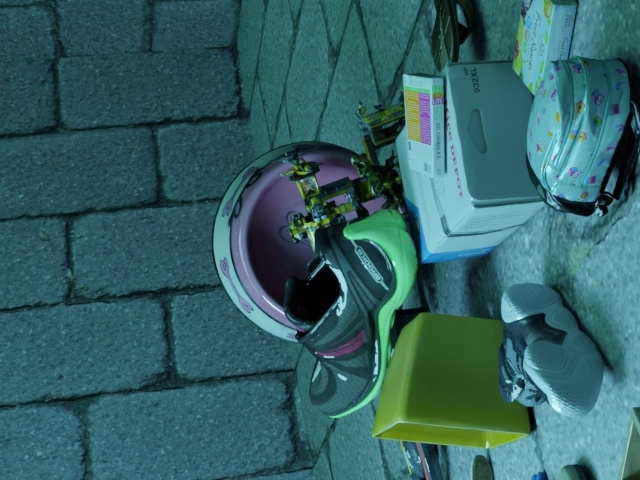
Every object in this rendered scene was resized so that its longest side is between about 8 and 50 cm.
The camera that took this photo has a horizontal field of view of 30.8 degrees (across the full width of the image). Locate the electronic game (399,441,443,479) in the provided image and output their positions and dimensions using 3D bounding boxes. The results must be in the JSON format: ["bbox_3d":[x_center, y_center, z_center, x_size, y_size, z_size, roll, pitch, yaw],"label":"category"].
[{"bbox_3d":[0.195,0.435,2.347,0.229,0.048,0.229,164,90,-82],"label":"electronic game"}]

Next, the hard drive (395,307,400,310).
[{"bbox_3d":[0.123,0.041,2.554,0.255,0.054,0.172,-111,19,-51],"label":"hard drive"}]

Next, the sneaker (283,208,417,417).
[{"bbox_3d":[0.027,0.125,2.016,0.185,0.202,0.483,-104,18,-44],"label":"sneaker"}]

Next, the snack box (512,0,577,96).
[{"bbox_3d":[0.301,-0.274,1.570,0.100,0.037,0.141,-114,21,-52],"label":"snack box"}]

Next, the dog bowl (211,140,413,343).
[{"bbox_3d":[0.000,0.000,2.255,0.150,0.408,0.408,162,101,-79],"label":"dog bowl"}]

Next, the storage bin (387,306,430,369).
[{"bbox_3d":[0.183,0.234,2.293,0.122,0.084,0.180,101,159,-56],"label":"storage bin"}]

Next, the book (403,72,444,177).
[{"bbox_3d":[0.155,-0.171,1.712,0.096,0.035,0.144,-142,49,-70],"label":"book"}]

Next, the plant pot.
[{"bbox_3d":[0.213,0.227,1.897,0.212,0.212,0.187,121,155,-72],"label":"plant pot"}]

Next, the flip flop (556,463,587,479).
[{"bbox_3d":[0.331,0.434,1.682,0.112,0.080,0.277,-110,18,-49],"label":"flip flop"}]

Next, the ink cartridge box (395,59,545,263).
[{"bbox_3d":[0.226,-0.114,1.786,0.307,0.129,0.223,123,141,-71],"label":"ink cartridge box"}]

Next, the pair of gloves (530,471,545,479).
[{"bbox_3d":[0.287,0.443,1.802,0.159,0.023,0.198,-52,-7,-32],"label":"pair of gloves"}]

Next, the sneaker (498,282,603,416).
[{"bbox_3d":[0.314,0.185,1.608,0.268,0.101,0.153,-103,12,-57],"label":"sneaker"}]

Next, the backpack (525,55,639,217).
[{"bbox_3d":[0.312,-0.135,1.404,0.182,0.115,0.152,101,163,-47],"label":"backpack"}]

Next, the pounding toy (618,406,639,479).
[{"bbox_3d":[0.400,0.277,1.280,0.141,0.100,0.130,-95,5,-60],"label":"pounding toy"}]

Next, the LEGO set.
[{"bbox_3d":[0.074,-0.133,2.057,0.255,0.331,0.192,-96,-13,-67],"label":"LEGO set"}]

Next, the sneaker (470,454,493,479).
[{"bbox_3d":[0.277,0.434,2.038,0.067,0.042,0.118,149,112,-74],"label":"sneaker"}]

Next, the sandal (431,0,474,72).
[{"bbox_3d":[0.219,-0.365,1.893,0.090,0.060,0.219,110,167,-52],"label":"sandal"}]
